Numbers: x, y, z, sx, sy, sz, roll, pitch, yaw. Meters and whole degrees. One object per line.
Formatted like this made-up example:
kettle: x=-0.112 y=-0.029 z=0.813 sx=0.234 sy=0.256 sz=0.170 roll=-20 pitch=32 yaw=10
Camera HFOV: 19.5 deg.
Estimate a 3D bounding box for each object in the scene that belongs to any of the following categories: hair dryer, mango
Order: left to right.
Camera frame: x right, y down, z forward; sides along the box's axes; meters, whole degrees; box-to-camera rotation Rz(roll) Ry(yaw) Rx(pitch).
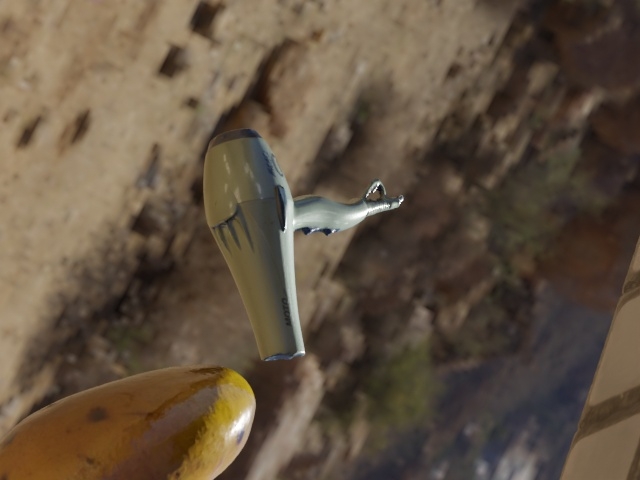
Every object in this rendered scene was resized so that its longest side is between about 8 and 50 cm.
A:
mango: x=-0.117 y=0.127 z=1.103 sx=0.178 sy=0.090 sz=0.115 roll=-22 pitch=-179 yaw=-13
hair dryer: x=-0.005 y=0.017 z=1.360 sx=0.067 sy=0.199 sz=0.167 roll=-20 pitch=-116 yaw=39

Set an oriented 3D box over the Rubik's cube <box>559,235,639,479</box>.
Rubik's cube: x=0.345 y=0.097 z=1.020 sx=0.301 sy=0.305 sz=0.303 roll=-38 pitch=-153 yaw=59
